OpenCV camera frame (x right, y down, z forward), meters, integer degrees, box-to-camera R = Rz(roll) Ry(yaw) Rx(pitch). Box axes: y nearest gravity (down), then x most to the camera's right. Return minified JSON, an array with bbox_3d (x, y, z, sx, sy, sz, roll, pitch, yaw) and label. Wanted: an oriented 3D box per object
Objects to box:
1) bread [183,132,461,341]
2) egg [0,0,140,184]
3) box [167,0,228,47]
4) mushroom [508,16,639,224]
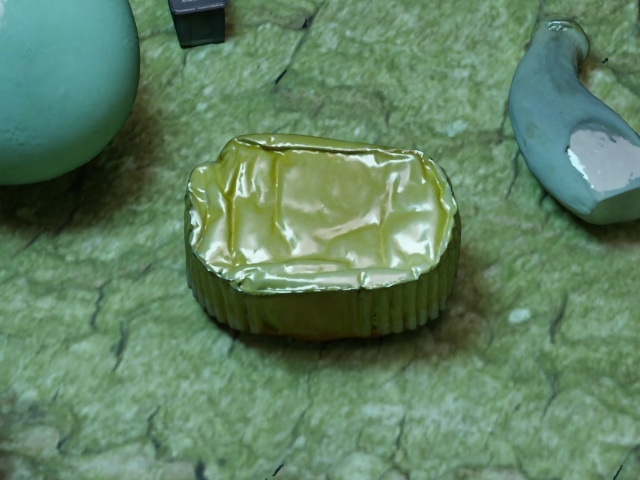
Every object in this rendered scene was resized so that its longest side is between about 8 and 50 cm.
[{"bbox_3d":[0.000,0.000,1.605,0.250,0.133,0.179,-2,55,3],"label":"bread"},{"bbox_3d":[-0.334,-0.208,1.686,0.276,0.276,0.389,-37,59,-25],"label":"egg"},{"bbox_3d":[-0.130,-0.246,1.851,0.060,0.063,0.084,-10,51,-10],"label":"box"},{"bbox_3d":[0.239,-0.118,1.722,0.118,0.103,0.270,-13,47,-9],"label":"mushroom"}]
